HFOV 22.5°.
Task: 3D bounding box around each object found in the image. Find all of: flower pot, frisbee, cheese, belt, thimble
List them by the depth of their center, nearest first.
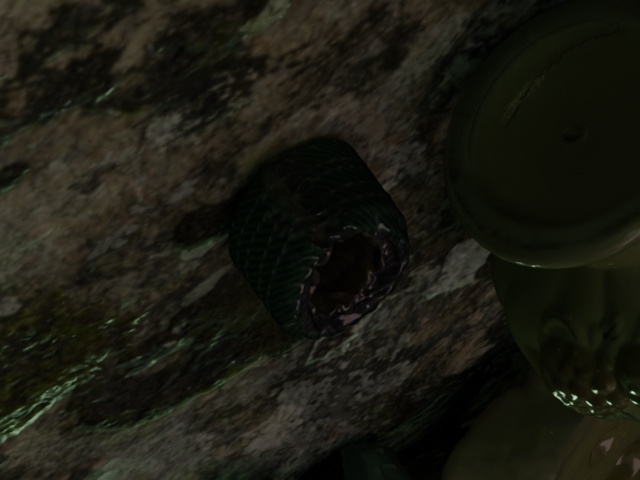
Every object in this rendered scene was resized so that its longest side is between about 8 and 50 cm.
[{"bbox_3d":[0.001,0.001,1.161,0.118,0.090,0.135,-25,147,-25],"label":"thimble"},{"bbox_3d":[0.236,-0.027,1.186,0.307,0.307,0.244,-42,135,11],"label":"flower pot"},{"bbox_3d":[0.029,0.287,1.613,0.151,0.078,0.198,-6,135,-30],"label":"belt"},{"bbox_3d":[0.131,0.189,1.665,0.211,0.012,0.187,-7,139,-42],"label":"frisbee"},{"bbox_3d":[0.237,0.255,1.680,0.318,0.115,0.326,-45,145,-24],"label":"cheese"}]
